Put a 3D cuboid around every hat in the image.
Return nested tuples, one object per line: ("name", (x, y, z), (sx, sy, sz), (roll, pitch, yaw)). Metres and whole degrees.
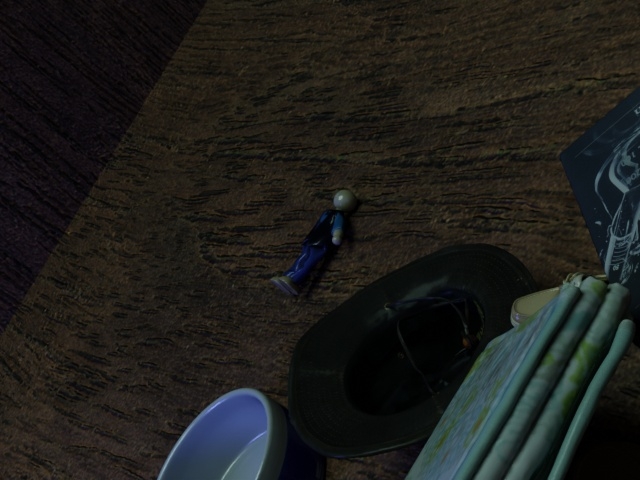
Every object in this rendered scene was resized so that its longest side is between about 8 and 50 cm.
("hat", (0.128, 0.160, 1.544), (0.331, 0.134, 0.331), (-21, 37, 17))

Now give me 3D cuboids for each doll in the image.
("doll", (0.000, 0.000, 2.043), (0.189, 0.046, 0.129), (-54, 16, -14))

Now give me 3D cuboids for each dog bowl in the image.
("dog bowl", (-0.117, 0.341, 1.770), (0.265, 0.104, 0.265), (-40, 29, 28))

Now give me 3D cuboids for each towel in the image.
("towel", (0.146, 0.225, 1.202), (0.374, 0.090, 0.320), (-56, -3, -17))

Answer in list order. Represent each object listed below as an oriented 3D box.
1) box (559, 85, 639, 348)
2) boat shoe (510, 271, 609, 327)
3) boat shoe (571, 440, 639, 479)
("box", (0.441, -0.061, 1.241), (0.343, 0.179, 0.312), (-43, 30, 23))
("boat shoe", (0.287, 0.061, 1.406), (0.170, 0.059, 0.063), (-8, 41, 16))
("boat shoe", (0.292, 0.286, 1.152), (0.121, 0.110, 0.341), (-47, 27, 16))
